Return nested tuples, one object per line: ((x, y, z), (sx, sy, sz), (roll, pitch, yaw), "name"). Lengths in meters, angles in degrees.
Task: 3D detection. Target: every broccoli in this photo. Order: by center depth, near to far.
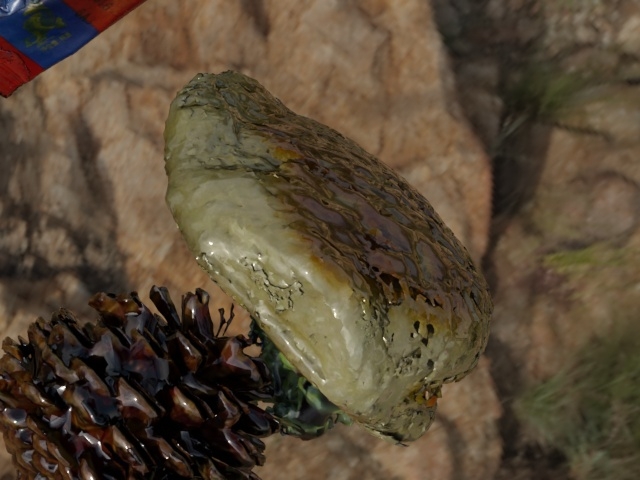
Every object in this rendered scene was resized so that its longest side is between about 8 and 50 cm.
((0.006, 0.066, 1.123), (0.167, 0.160, 0.154), (-31, 95, 18), "broccoli")

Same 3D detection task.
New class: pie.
((0.000, 0.000, 0.624), (0.163, 0.079, 0.193), (37, 17, -29), "pie")

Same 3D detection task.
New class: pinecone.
((-0.126, 0.135, 1.080), (0.221, 0.221, 0.221), (6, 70, -17), "pinecone")

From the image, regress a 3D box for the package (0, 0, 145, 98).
((-0.134, -0.157, 0.907), (0.200, 0.083, 0.022), (-34, 57, 10), "package")
